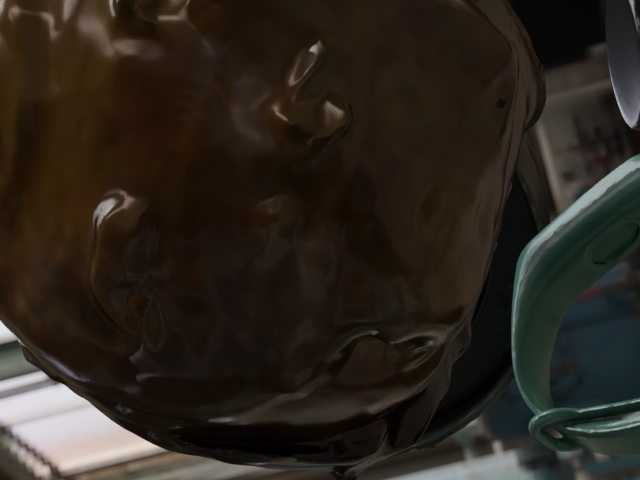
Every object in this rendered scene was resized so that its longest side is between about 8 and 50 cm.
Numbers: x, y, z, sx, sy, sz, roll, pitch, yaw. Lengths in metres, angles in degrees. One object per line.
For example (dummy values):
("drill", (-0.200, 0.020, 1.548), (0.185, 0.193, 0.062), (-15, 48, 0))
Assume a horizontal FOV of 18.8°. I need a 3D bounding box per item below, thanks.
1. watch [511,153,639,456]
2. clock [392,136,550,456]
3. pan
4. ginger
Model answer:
("watch", (0.230, 0.047, 1.329), (0.068, 0.237, 0.195), (39, -165, -52))
("clock", (0.000, 0.000, 1.574), (0.076, 0.386, 0.386), (-61, -42, -61))
("pan", (0.268, -0.111, 1.551), (0.136, 0.028, 0.235), (87, 171, -58))
("ginger", (-0.022, -0.052, 0.715), (0.223, 0.200, 0.269), (96, -168, -53))
